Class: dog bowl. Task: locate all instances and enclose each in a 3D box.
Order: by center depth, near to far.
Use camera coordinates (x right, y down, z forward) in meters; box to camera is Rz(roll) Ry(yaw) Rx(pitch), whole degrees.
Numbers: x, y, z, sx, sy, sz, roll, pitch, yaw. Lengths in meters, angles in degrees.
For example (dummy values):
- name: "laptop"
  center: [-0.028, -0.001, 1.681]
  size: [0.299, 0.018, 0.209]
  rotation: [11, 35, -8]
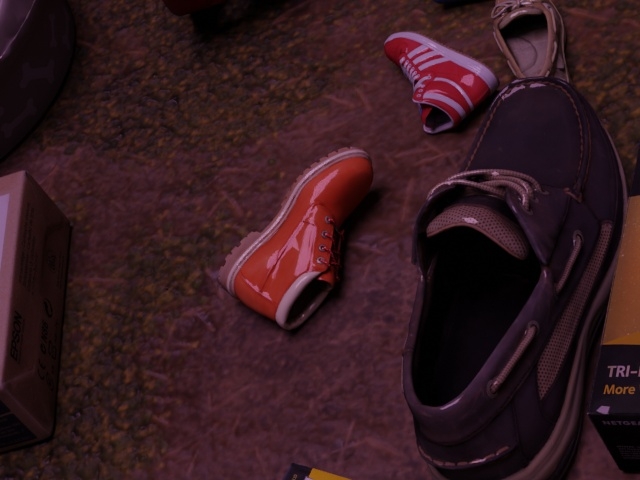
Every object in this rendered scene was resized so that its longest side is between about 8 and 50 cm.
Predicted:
- name: "dog bowl"
  center: [-0.398, -0.179, 1.710]
  size: [0.349, 0.102, 0.348]
  rotation: [-15, 48, 18]

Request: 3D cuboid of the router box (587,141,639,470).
- name: "router box"
  center: [0.348, 0.030, 1.126]
  size: [0.309, 0.081, 0.242]
  rotation: [-3, 53, 28]

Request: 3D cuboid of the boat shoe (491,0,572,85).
- name: "boat shoe"
  center: [0.169, -0.166, 1.413]
  size: [0.056, 0.048, 0.153]
  rotation: [-18, 47, 16]

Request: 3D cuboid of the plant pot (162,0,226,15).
- name: "plant pot"
  center: [-0.084, -0.322, 1.594]
  size: [0.174, 0.191, 0.191]
  rotation: [-18, 47, 6]

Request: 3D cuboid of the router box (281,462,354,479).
- name: "router box"
  center: [0.000, 0.249, 1.168]
  size: [0.133, 0.046, 0.179]
  rotation: [10, 60, 36]

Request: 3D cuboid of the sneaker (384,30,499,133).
- name: "sneaker"
  center: [0.084, -0.130, 1.437]
  size: [0.118, 0.042, 0.067]
  rotation: [26, 67, 39]

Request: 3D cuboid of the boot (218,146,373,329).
- name: "boot"
  center: [0.000, 0.000, 1.371]
  size: [0.158, 0.059, 0.085]
  rotation: [-50, 49, -3]

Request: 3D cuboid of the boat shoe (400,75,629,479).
- name: "boat shoe"
  center: [0.138, 0.010, 1.227]
  size: [0.132, 0.130, 0.355]
  rotation: [-7, 51, 25]

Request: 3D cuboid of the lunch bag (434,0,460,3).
- name: "lunch bag"
  center: [0.133, -0.245, 1.485]
  size: [0.098, 0.067, 0.065]
  rotation: [-9, 51, 22]

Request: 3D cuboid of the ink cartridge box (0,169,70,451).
- name: "ink cartridge box"
  center: [-0.320, 0.074, 1.467]
  size: [0.193, 0.088, 0.234]
  rotation: [-16, 48, 16]
